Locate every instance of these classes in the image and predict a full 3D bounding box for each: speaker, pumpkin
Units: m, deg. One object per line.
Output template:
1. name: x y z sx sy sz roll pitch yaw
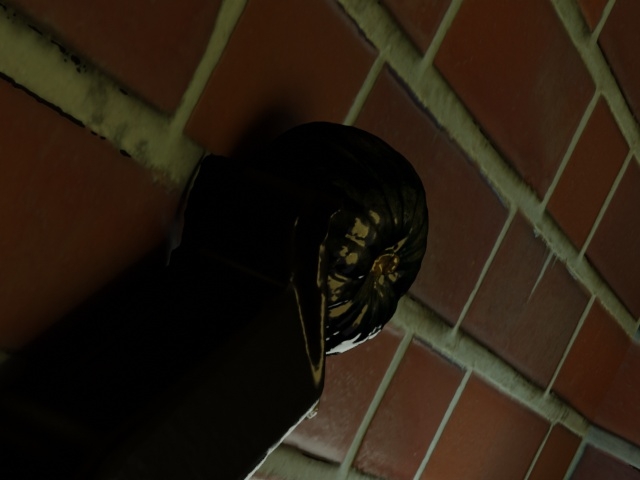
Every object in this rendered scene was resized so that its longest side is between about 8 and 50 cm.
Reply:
1. speaker: -0.139 0.108 1.424 0.388 0.180 0.184 -43 143 -47
2. pumpkin: 0.000 0.000 1.638 0.220 0.162 0.220 -34 134 -44

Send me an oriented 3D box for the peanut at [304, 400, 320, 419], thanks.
1. peanut: -0.020 0.178 1.960 0.037 0.037 0.083 -59 161 -14
